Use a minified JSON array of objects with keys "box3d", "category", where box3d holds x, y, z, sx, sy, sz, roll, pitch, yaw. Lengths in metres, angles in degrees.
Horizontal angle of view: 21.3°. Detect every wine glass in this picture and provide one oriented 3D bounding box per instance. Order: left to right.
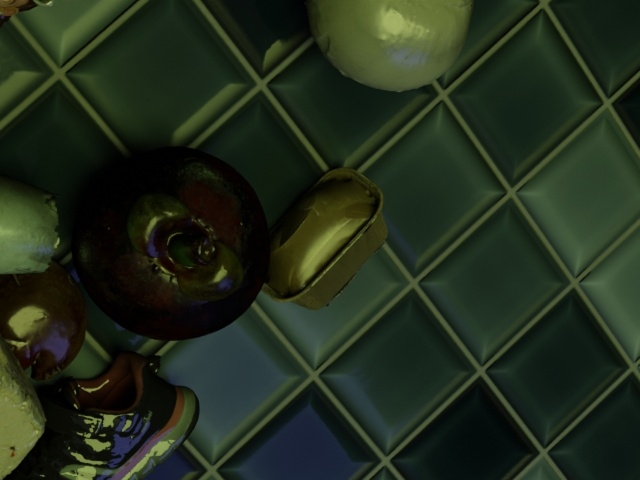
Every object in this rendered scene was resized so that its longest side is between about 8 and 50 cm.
[{"box3d":[-0.377,-0.022,1.756,0.204,0.111,0.111,8,103,-22],"category":"wine glass"}]

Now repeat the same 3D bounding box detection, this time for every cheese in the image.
[{"box3d":[0.073,-0.260,1.863,0.198,0.154,0.189,14,65,-27],"category":"cheese"}]

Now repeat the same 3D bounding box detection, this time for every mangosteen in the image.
[{"box3d":[-0.149,0.009,1.821,0.216,0.216,0.216,-8,110,-23],"category":"mangosteen"}]

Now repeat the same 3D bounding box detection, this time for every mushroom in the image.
[{"box3d":[-0.321,0.102,1.845,0.135,0.080,0.171,5,102,-16],"category":"mushroom"}]

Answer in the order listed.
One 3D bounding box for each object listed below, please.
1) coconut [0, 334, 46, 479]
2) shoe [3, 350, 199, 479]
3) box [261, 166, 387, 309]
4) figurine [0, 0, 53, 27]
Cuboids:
[{"box3d":[-0.442,0.159,1.685,0.297,0.254,0.297,-28,147,-20],"category":"coconut"},{"box3d":[-0.275,0.226,1.887,0.291,0.114,0.137,-37,124,-13],"category":"shoe"},{"box3d":[0.000,0.000,1.952,0.177,0.111,0.111,-48,120,-4],"category":"box"},{"box3d":[-0.376,-0.250,1.680,0.240,0.116,0.175,-21,113,-12],"category":"figurine"}]
